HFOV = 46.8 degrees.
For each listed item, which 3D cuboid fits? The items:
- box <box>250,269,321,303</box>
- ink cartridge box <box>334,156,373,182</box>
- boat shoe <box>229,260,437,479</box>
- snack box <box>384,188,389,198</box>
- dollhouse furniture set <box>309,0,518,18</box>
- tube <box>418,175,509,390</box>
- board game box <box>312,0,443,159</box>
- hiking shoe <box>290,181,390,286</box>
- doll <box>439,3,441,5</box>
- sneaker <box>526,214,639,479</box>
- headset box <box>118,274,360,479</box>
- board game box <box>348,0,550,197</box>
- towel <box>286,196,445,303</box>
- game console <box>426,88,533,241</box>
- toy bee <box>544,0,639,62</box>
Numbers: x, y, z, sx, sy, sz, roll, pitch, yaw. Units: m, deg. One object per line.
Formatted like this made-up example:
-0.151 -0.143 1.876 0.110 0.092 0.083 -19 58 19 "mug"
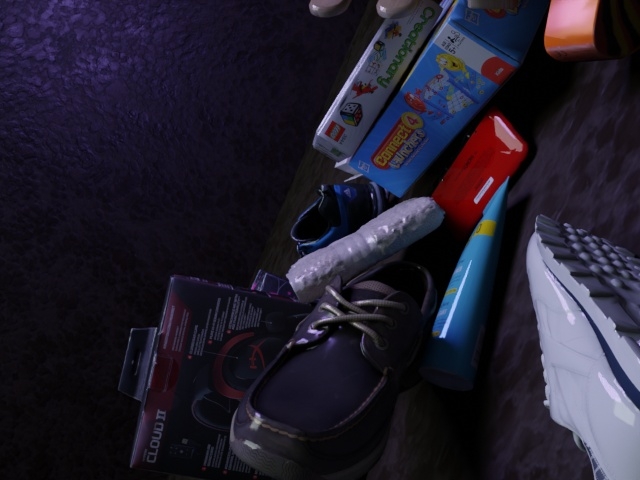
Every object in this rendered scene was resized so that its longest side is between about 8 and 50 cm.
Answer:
-0.069 0.190 1.201 0.142 0.163 0.247 175 117 -80 "box"
0.093 -0.169 1.349 0.092 0.089 0.143 -175 106 -80 "ink cartridge box"
0.024 0.095 0.678 0.355 0.132 0.130 -32 -46 -68 "boat shoe"
0.076 -0.032 1.336 0.178 0.022 0.064 124 163 -48 "snack box"
0.070 -0.305 0.684 0.212 0.242 0.161 76 -152 -45 "dollhouse furniture set"
0.149 0.041 0.720 0.080 0.052 0.207 118 175 -65 "tube"
0.061 -0.197 0.962 0.193 0.053 0.305 -58 4 4 "board game box"
0.000 0.000 1.281 0.304 0.132 0.113 120 147 -42 "hiking shoe"
0.201 -0.365 1.334 0.189 0.046 0.129 -81 6 -76 "doll"
0.168 0.063 0.462 0.235 0.090 0.095 -84 9 -63 "sneaker"
-0.086 0.168 0.878 0.110 0.293 0.218 174 108 -79 "headset box"
0.179 -0.250 0.913 0.308 0.086 0.302 -61 4 -29 "board game box"
0.052 0.005 0.916 0.187 0.049 0.282 -31 0 1 "towel"
0.194 -0.086 0.846 0.144 0.085 0.124 -61 43 37 "game console"
0.271 -0.294 0.599 0.195 0.162 0.298 48 134 48 "toy bee"
